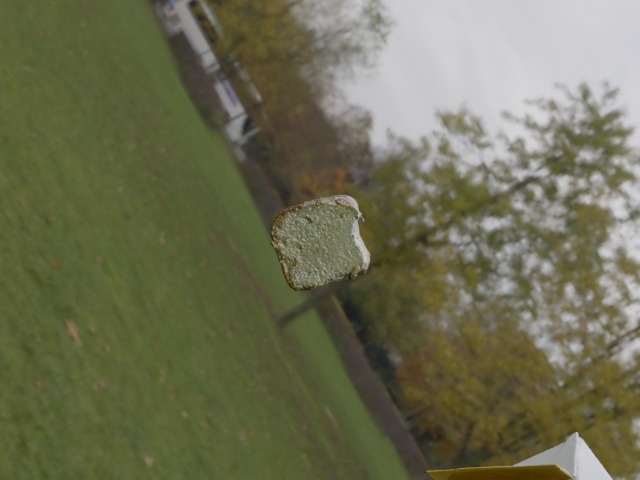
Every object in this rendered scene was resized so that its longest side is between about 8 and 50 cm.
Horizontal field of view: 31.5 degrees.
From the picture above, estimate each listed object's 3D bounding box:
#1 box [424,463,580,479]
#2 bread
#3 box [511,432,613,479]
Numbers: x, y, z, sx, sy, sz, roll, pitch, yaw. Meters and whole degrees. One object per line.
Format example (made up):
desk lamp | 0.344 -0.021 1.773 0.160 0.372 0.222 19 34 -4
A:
box | 0.190 0.224 0.773 0.247 0.033 0.129 36 -30 -24
bread | -0.001 -0.002 0.992 0.070 0.083 0.077 -102 177 -78
box | 0.216 0.341 1.019 0.274 0.203 0.116 52 27 -14
